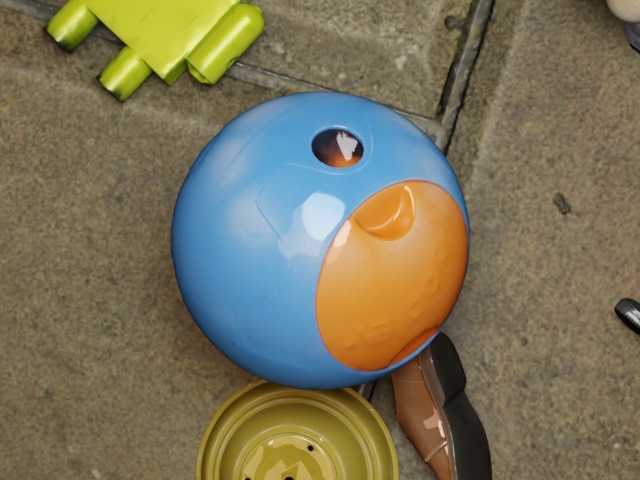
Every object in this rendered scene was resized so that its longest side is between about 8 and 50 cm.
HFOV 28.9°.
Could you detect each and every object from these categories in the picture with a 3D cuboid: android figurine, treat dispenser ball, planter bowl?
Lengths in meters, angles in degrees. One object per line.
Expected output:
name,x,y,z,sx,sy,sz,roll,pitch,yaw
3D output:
android figurine,-0.169,-0.288,1.359,0.273,0.056,0.248,-45,83,1
treat dispenser ball,0.000,0.000,1.200,0.288,0.288,0.288,0,85,4
planter bowl,-0.028,0.245,1.279,0.217,0.090,0.217,0,84,4

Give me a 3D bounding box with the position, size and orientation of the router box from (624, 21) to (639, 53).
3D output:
router box,0.498,-0.212,1.234,0.243,0.081,0.309,-43,61,0

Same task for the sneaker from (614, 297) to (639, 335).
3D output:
sneaker,0.395,0.088,1.282,0.170,0.051,0.089,36,88,2

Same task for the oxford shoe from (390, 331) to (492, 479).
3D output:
oxford shoe,0.124,0.204,1.292,0.076,0.076,0.212,-18,85,33

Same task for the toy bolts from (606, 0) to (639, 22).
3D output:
toy bolts,0.347,-0.339,1.254,0.229,0.218,0.158,-30,106,20
